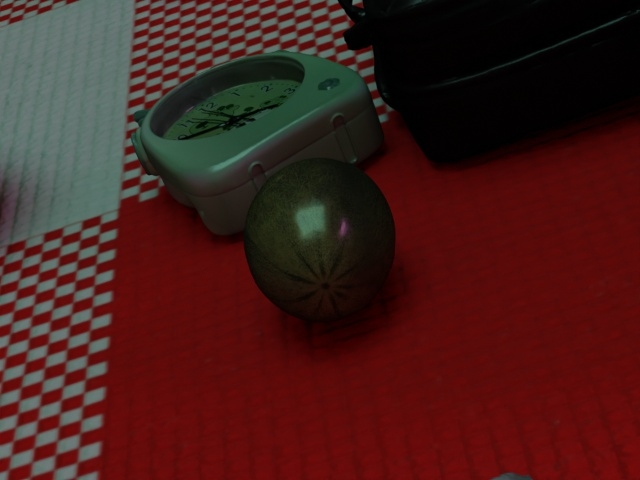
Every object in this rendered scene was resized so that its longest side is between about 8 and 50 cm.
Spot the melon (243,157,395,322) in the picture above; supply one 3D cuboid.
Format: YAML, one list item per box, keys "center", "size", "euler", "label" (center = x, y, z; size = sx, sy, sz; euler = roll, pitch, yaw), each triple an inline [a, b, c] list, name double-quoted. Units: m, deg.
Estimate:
- center: [0.000, 0.000, 1.168]
  size: [0.098, 0.098, 0.131]
  euler: [-19, 31, 4]
  label: "melon"

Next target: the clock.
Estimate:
- center: [-0.062, -0.085, 1.390]
  size: [0.159, 0.066, 0.211]
  euler: [-30, 29, -18]
  label: "clock"

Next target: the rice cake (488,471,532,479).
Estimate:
- center: [0.064, 0.184, 0.870]
  size: [0.033, 0.033, 0.208]
  euler: [5, 35, 22]
  label: "rice cake"

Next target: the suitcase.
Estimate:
- center: [0.176, -0.222, 1.376]
  size: [0.339, 0.188, 0.345]
  euler: [-21, 29, 11]
  label: "suitcase"
